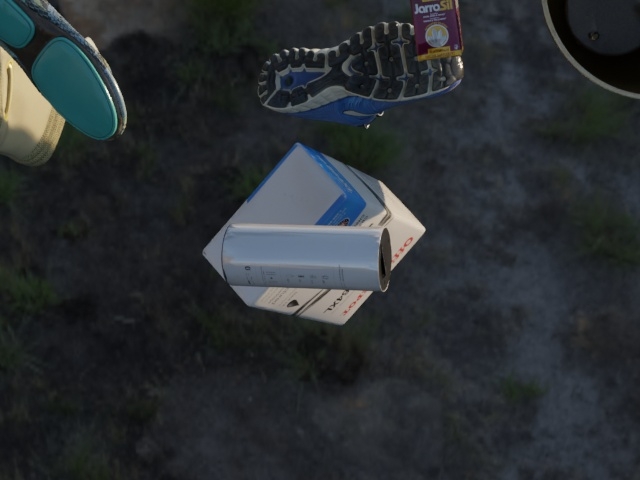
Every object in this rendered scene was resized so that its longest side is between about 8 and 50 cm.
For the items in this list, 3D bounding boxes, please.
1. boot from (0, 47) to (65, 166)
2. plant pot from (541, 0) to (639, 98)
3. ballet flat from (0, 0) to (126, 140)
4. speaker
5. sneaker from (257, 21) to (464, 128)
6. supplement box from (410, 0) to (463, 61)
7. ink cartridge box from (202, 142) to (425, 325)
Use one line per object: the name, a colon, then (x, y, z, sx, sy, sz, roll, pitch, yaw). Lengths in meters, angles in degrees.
boot: (-0.324, -0.205, 1.164, 0.095, 0.261, 0.203, -6, -2, 13)
plant pot: (0.347, -0.268, 1.312, 0.237, 0.237, 0.254, 8, 4, 3)
ballet flat: (-0.220, -0.164, 0.970, 0.188, 0.070, 0.070, 48, 48, -10)
speaker: (-0.010, 0.014, 0.986, 0.136, 0.055, 0.055, 1, 42, 16)
sneaker: (0.073, -0.254, 1.867, 0.330, 0.147, 0.129, -3, 79, 28)
supplement box: (0.139, -0.260, 1.411, 0.055, 0.083, 0.043, -7, 16, 12)
ink cartridge box: (0.000, 0.000, 1.207, 0.086, 0.148, 0.203, 47, 14, 26)
